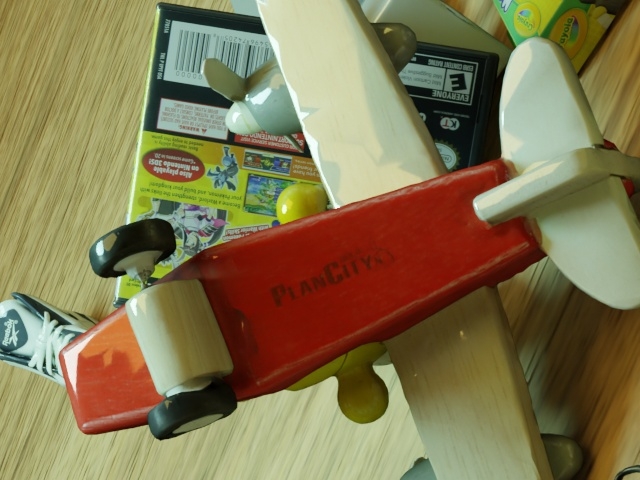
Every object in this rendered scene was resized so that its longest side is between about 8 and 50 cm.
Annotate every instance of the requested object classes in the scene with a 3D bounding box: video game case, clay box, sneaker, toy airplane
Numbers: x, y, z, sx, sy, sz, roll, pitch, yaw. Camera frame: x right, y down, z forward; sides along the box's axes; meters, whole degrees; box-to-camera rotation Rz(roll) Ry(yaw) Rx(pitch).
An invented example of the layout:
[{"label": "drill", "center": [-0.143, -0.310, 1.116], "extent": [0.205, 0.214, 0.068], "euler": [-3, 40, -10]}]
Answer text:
[{"label": "video game case", "center": [-0.014, -0.046, 1.378], "extent": [0.035, 0.275, 0.248], "euler": [-26, -55, -81]}, {"label": "clay box", "center": [0.200, -0.226, 1.335], "extent": [0.222, 0.053, 0.127], "euler": [-58, 27, 27]}, {"label": "sneaker", "center": [-0.321, 0.127, 2.055], "extent": [0.094, 0.153, 0.235], "euler": [-69, 25, 11]}, {"label": "toy airplane", "center": [0.053, 0.021, 1.224], "extent": [0.272, 0.384, 0.386], "euler": [55, -122, -77]}]

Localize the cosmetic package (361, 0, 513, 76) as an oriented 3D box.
[{"label": "cosmetic package", "center": [0.042, -0.097, 1.440], "extent": [0.231, 0.117, 0.085], "euler": [-54, 15, 7]}]

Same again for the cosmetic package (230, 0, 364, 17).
[{"label": "cosmetic package", "center": [-0.018, -0.257, 1.749], "extent": [0.127, 0.107, 0.238], "euler": [-58, 25, 22]}]

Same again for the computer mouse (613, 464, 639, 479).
[{"label": "computer mouse", "center": [0.168, 0.253, 1.075], "extent": [0.272, 0.072, 0.188], "euler": [-40, 36, 30]}]
